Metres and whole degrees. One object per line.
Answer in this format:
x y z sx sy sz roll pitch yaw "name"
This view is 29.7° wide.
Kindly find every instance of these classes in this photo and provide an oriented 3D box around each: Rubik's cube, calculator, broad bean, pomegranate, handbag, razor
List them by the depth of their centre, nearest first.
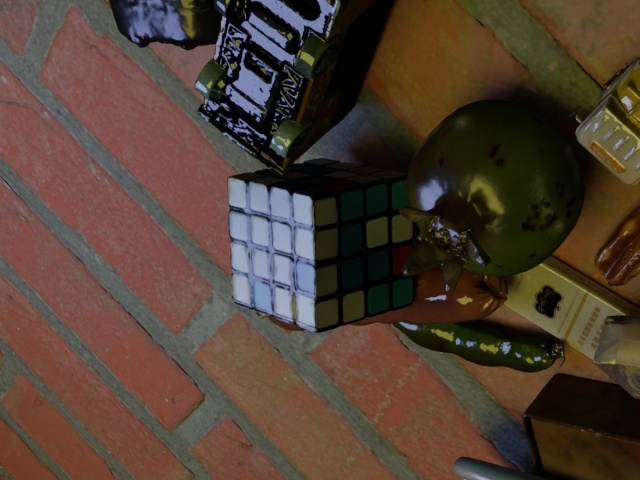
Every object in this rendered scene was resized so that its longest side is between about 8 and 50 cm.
0.157 -0.038 1.191 0.181 0.224 0.181 20 126 30 "pomegranate"
0.381 0.126 1.227 0.173 0.095 0.117 5 159 42 "handbag"
-0.183 -0.370 1.314 0.189 0.107 0.327 14 130 36 "razor"
0.000 0.000 1.349 0.155 0.151 0.154 14 111 48 "Rubik's cube"
0.185 0.120 1.444 0.254 0.046 0.065 11 146 39 "broad bean"
0.294 0.314 1.445 0.295 0.042 0.184 14 170 37 "calculator"

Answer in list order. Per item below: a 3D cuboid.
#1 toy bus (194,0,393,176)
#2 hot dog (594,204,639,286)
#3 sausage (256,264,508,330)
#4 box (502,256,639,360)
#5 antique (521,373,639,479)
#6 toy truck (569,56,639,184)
-0.019 -0.218 1.248 0.138 0.167 0.275 38 146 12 "toy bus"
0.321 0.001 1.224 0.049 0.037 0.122 50 138 15 "hot dog"
0.058 0.065 1.481 0.433 0.088 0.088 -7 117 49 "sausage"
0.268 0.069 1.338 0.167 0.024 0.090 33 140 18 "box"
0.381 0.232 1.325 0.310 0.087 0.093 9 127 40 "antique"
0.312 -0.140 1.040 0.098 0.114 0.227 44 143 5 "toy truck"
